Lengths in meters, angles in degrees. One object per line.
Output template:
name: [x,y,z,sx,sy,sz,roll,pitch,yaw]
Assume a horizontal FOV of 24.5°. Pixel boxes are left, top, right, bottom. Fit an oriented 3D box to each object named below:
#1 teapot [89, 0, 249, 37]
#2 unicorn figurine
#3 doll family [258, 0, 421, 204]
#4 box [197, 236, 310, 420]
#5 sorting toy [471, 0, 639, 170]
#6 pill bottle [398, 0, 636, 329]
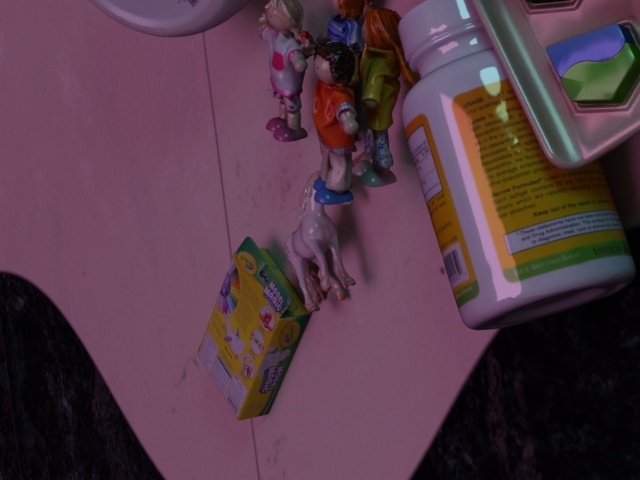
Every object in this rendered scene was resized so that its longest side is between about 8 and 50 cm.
teapot: [-0.129,-0.336,1.431,0.256,0.187,0.252,12,129,27]
unicorn figurine: [0.000,0.000,1.407,0.162,0.060,0.111,-39,65,51]
doll family: [0.026,-0.151,1.320,0.263,0.118,0.163,-126,34,-61]
box: [-0.070,0.090,1.542,0.105,0.043,0.179,54,139,34]
sorting toy: [0.210,-0.178,1.019,0.208,0.038,0.193,-32,68,25]
pill bottle: [0.141,-0.066,1.126,0.136,0.136,0.245,-31,71,53]
